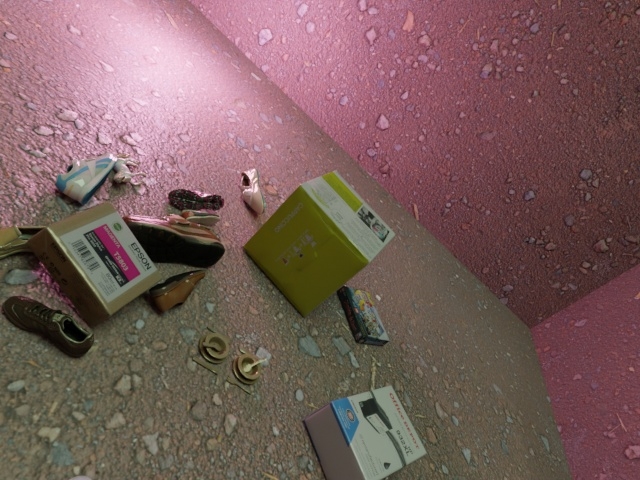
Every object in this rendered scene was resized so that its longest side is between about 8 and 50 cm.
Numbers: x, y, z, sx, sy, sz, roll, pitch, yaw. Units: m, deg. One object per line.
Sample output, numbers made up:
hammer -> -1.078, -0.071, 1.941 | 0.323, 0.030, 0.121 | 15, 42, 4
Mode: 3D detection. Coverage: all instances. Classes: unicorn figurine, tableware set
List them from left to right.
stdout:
unicorn figurine -> -0.596, -0.210, 1.361 | 0.162, 0.060, 0.111 | 41, 24, 26
tableware set -> -0.234, 0.310, 1.187 | 0.194, 0.039, 0.128 | 37, 29, -16

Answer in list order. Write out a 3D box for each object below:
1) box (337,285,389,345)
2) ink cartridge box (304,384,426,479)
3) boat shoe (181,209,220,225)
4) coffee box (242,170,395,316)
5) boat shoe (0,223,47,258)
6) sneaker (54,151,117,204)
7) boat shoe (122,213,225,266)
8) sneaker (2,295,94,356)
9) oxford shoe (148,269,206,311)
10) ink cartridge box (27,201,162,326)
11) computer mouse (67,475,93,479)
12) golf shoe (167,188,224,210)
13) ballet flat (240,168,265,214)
box -> 0.167, 0.295, 1.742 | 0.159, 0.044, 0.233 | 19, 39, -41
ink cartridge box -> 0.133, 0.561, 1.264 | 0.307, 0.129, 0.223 | 9, 45, -49
boat shoe -> -0.394, -0.079, 1.468 | 0.137, 0.049, 0.043 | -2, 52, -48
coffee box -> 0.000, 0.000, 1.588 | 0.338, 0.337, 0.334 | 48, 29, 3
boat shoe -> -0.675, -0.007, 0.964 | 0.068, 0.072, 0.190 | 53, 29, 11
sneaker -> -0.644, -0.196, 1.237 | 0.092, 0.087, 0.229 | 33, 29, -19
boat shoe -> -0.427, -0.011, 1.275 | 0.324, 0.122, 0.120 | 23, 30, -51
sneaker -> -0.551, 0.163, 0.914 | 0.188, 0.071, 0.066 | 39, 29, -15
oxford shoe -> -0.381, 0.132, 1.210 | 0.212, 0.076, 0.076 | -39, 116, -64
ink cartridge box -> -0.515, 0.049, 1.037 | 0.235, 0.088, 0.193 | 58, 28, -11
computer mouse -> -0.389, 0.489, 0.742 | 0.106, 0.042, 0.193 | 4, 50, -51
golf shoe -> -0.424, -0.134, 1.494 | 0.186, 0.068, 0.086 | 7, 3, -34
ballet flat -> -0.276, -0.194, 1.758 | 0.086, 0.086, 0.248 | 24, 34, -36
